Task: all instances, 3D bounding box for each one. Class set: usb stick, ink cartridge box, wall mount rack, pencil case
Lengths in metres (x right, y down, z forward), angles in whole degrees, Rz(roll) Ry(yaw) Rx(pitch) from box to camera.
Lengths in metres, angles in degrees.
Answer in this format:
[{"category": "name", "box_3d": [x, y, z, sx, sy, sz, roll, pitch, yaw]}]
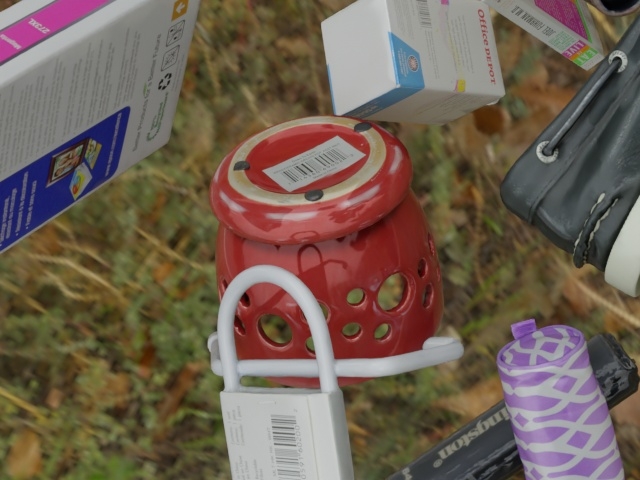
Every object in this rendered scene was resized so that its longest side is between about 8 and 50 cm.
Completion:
[{"category": "usb stick", "box_3d": [0.164, 0.180, 1.604, 0.278, 0.045, 0.077, -35, 36, 7]}, {"category": "ink cartridge box", "box_3d": [-0.225, -0.067, 1.227, 0.069, 0.175, 0.371, 33, 45, 16]}, {"category": "wall mount rack", "box_3d": [-0.013, 0.185, 1.332, 0.304, 0.130, 0.350, -3, 95, 47]}, {"category": "ink cartridge box", "box_3d": [0.088, -0.158, 1.556, 0.090, 0.143, 0.092, -23, 70, 48]}, {"category": "pencil case", "box_3d": [0.210, 0.175, 1.519, 0.086, 0.088, 0.206, -13, 108, 3]}]

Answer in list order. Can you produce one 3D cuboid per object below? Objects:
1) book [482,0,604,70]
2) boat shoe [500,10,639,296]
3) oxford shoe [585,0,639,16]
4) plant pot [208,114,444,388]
[{"category": "book", "box_3d": [0.150, -0.189, 1.304, 0.035, 0.144, 0.096, -37, 53, 24]}, {"category": "boat shoe", "box_3d": [0.210, -0.135, 1.027, 0.113, 0.127, 0.340, 26, 80, 17]}, {"category": "oxford shoe", "box_3d": [0.164, -0.210, 0.695, 0.097, 0.271, 0.098, 10, 39, -13]}, {"category": "plant pot", "box_3d": [0.000, 0.000, 1.482, 0.191, 0.174, 0.191, -8, 33, 5]}]
